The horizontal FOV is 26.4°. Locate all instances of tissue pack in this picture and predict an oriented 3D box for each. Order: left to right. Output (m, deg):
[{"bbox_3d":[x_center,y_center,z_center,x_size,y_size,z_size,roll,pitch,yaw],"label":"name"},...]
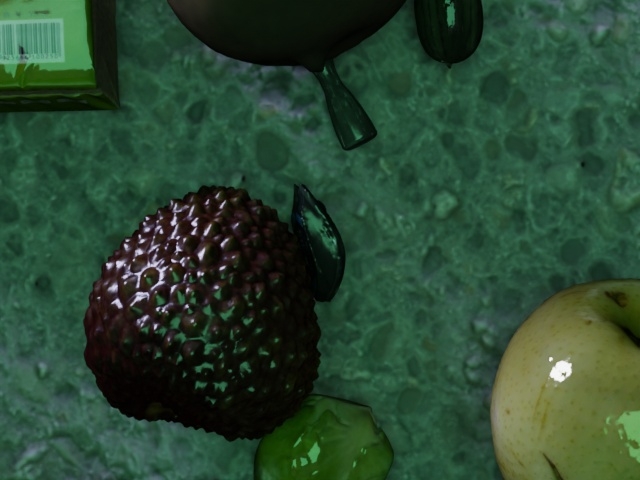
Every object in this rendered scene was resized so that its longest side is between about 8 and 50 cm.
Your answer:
[{"bbox_3d":[-0.362,-0.241,1.450,0.274,0.167,0.200,-2,87,2],"label":"tissue pack"}]

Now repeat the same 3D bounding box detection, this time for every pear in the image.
[{"bbox_3d":[0.319,0.191,1.371,0.309,0.309,0.309,0,89,1],"label":"pear"}]

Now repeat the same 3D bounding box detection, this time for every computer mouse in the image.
[{"bbox_3d":[0.000,0.000,1.486,0.047,0.079,0.135,-15,91,-14],"label":"computer mouse"}]

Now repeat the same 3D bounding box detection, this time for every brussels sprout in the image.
[{"bbox_3d":[-0.003,0.236,1.455,0.155,0.117,0.155,-5,101,-28],"label":"brussels sprout"}]

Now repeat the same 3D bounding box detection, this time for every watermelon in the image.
[{"bbox_3d":[0.140,-0.243,1.486,0.078,0.078,0.111,-8,93,1],"label":"watermelon"}]

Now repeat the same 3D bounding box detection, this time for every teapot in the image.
[{"bbox_3d":[0.020,-0.156,1.506,0.042,0.043,0.111,-27,86,0],"label":"teapot"}]

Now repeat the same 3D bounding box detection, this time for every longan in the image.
[{"bbox_3d":[-0.031,-0.307,1.384,0.297,0.297,0.297,0,89,1],"label":"longan"}]

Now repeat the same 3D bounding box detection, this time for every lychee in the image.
[{"bbox_3d":[-0.115,0.068,1.412,0.271,0.271,0.271,0,89,1],"label":"lychee"}]
